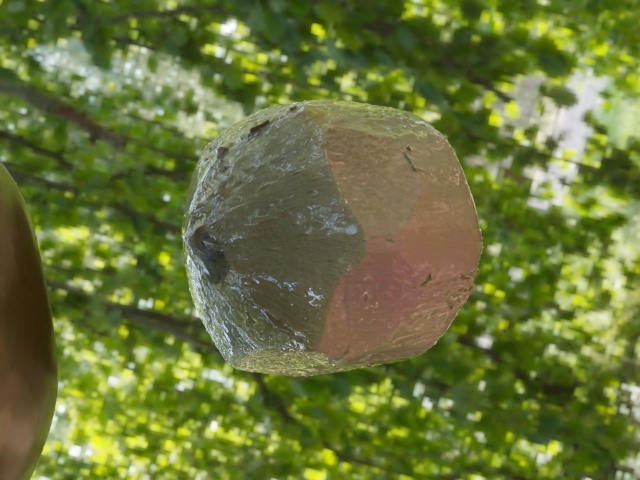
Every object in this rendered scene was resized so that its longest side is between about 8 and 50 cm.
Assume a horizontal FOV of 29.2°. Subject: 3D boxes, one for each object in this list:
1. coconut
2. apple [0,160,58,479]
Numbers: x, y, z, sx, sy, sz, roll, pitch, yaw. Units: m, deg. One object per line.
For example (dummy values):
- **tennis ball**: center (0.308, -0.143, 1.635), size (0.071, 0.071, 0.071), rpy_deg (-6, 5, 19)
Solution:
- **coconut**: center (0.000, -0.002, 0.946), size (0.230, 0.227, 0.227), rpy_deg (-2, -69, -47)
- **apple**: center (-0.230, 0.034, 0.500), size (0.262, 0.262, 0.262), rpy_deg (15, -90, -84)
